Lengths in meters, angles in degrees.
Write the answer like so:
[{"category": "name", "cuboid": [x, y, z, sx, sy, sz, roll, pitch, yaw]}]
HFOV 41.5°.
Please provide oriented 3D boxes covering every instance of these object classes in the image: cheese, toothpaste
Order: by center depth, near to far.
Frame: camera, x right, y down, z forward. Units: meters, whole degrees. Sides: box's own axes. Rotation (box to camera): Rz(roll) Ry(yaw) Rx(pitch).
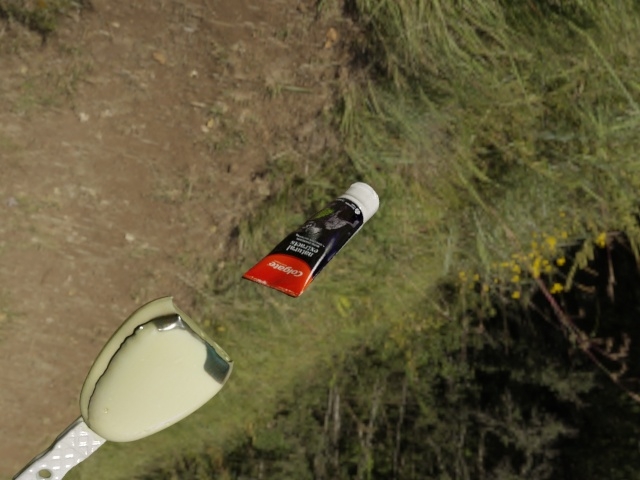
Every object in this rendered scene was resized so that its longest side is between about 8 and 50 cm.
[{"category": "cheese", "cuboid": [-0.212, 0.173, 0.858, 0.251, 0.054, 0.127, -41, 118, -1]}, {"category": "toothpaste", "cuboid": [0.000, 0.000, 0.932, 0.071, 0.193, 0.045, 20, 132, 29]}]
